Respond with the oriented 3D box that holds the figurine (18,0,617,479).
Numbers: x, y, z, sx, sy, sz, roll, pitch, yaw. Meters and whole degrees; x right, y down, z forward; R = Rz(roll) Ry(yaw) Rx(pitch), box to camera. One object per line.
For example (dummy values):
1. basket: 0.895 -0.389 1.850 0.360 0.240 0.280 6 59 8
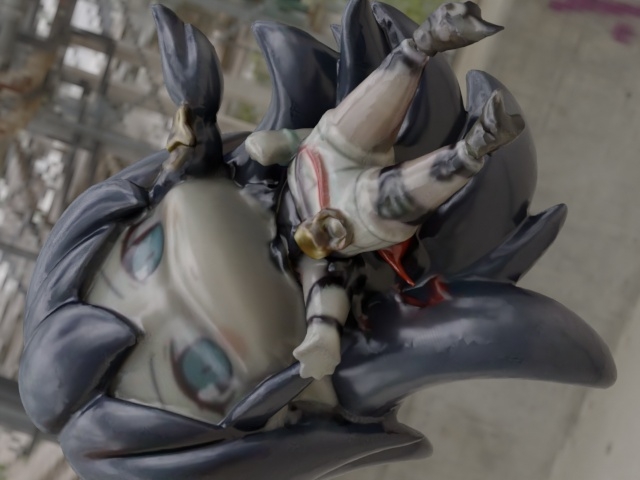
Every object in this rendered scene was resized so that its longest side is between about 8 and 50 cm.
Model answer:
1. figurine: -0.006 0.014 0.670 0.197 0.265 0.175 44 -148 -46
